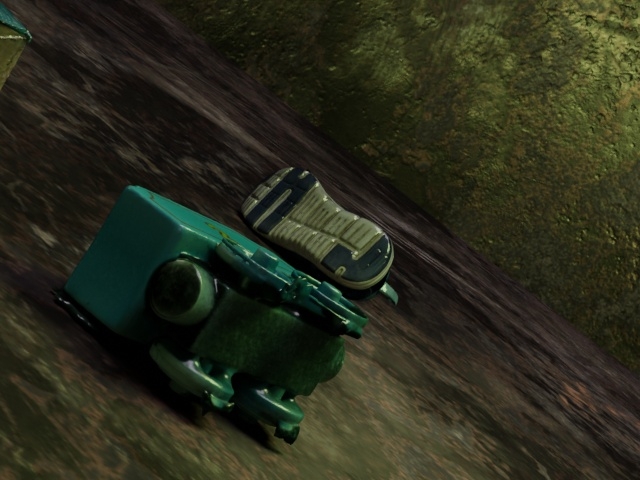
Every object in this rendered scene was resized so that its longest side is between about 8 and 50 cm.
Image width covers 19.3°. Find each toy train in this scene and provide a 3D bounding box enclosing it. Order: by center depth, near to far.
[{"bbox_3d":[-0.072,0.045,1.305,0.163,0.112,0.203,36,3,35],"label":"toy train"}]

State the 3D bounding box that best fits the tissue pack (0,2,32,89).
[{"bbox_3d":[-0.344,-0.204,1.643,0.120,0.082,0.169,28,12,-46],"label":"tissue pack"}]

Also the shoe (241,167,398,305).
[{"bbox_3d":[0.000,0.000,2.059,0.207,0.091,0.106,37,-16,28],"label":"shoe"}]
